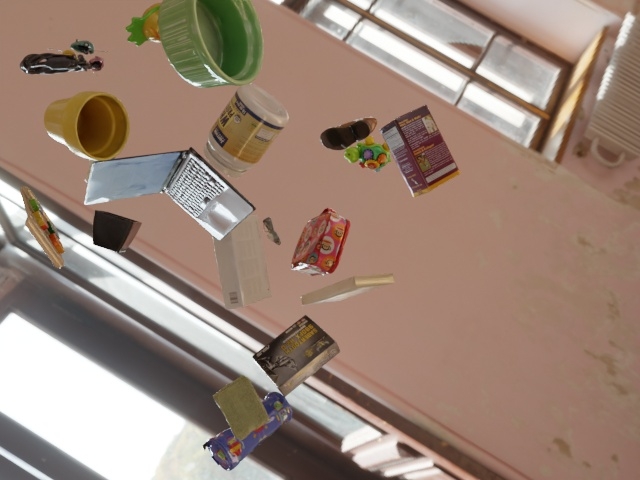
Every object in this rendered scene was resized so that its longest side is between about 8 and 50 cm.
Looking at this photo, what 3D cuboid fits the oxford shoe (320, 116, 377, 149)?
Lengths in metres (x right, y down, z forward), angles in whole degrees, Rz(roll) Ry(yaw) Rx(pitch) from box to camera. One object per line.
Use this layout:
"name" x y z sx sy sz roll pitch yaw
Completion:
"oxford shoe" 0.089 -0.332 1.694 0.212 0.076 0.076 -6 26 43

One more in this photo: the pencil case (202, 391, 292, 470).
"pencil case" -0.231 0.623 1.790 0.306 0.119 0.133 -28 -18 -44

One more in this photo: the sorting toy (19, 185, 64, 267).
"sorting toy" -0.818 -0.043 1.619 0.038 0.208 0.193 -26 -47 -13

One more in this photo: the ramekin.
"ramekin" -0.303 -0.570 1.511 0.303 0.148 0.304 14 -106 -60

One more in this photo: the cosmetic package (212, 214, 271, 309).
"cosmetic package" -0.332 0.081 2.322 0.284 0.097 0.378 -8 -92 -69

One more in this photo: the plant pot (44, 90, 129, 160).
"plant pot" -0.906 -0.443 2.084 0.254 0.238 0.254 -34 -50 -53

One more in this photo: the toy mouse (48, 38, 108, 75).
"toy mouse" -0.684 -0.548 1.610 0.161 0.143 0.031 44 -142 -60

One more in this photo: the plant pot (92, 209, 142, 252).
"plant pot" -0.998 -0.038 2.649 0.187 0.187 0.167 -170 96 -84

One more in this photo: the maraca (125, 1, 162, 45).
"maraca" -0.476 -0.626 1.588 0.185 0.099 0.127 -30 -18 -22

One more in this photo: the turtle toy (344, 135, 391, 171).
"turtle toy" 0.128 -0.227 1.468 0.095 0.130 0.066 113 171 -63

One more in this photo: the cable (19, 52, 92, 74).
"cable" -0.750 -0.500 1.547 0.150 0.184 0.047 -118 22 -76

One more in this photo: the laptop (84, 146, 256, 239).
"laptop" -0.477 -0.109 1.701 0.236 0.408 0.382 -52 12 -27

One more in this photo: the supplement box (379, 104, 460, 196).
"supplement box" 0.239 -0.215 1.317 0.104 0.188 0.080 -29 4 -22

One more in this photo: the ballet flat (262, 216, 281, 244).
"ballet flat" -0.182 -0.030 1.989 0.041 0.115 0.041 -22 -16 -7

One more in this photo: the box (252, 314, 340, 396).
"box" -0.080 0.366 1.761 0.231 0.183 0.056 -36 -52 -16

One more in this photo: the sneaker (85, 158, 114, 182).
"sneaker" -0.941 -0.348 2.324 0.229 0.092 0.087 -55 6 8

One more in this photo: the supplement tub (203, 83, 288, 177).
"supplement tub" -0.298 -0.426 2.144 0.316 0.228 0.228 -48 2 25

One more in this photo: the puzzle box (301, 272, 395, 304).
"puzzle box" 0.128 0.239 2.673 0.272 0.052 0.408 -2 -16 -42

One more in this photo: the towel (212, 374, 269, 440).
"towel" -0.213 0.451 1.481 0.110 0.148 0.027 -31 -19 -12

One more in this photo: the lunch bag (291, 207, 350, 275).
"lunch bag" 0.000 0.000 2.100 0.293 0.120 0.258 -15 56 68
